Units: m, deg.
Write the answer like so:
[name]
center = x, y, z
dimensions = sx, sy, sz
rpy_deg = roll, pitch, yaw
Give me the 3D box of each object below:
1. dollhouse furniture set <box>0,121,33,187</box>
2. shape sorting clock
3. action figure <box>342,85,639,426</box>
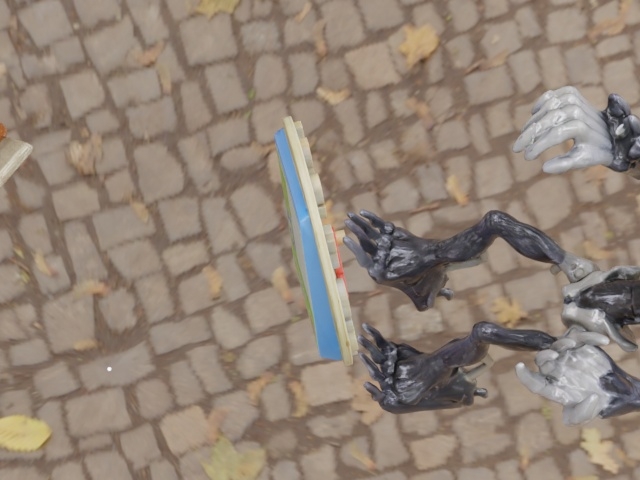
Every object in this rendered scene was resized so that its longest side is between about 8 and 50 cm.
[dollhouse furniture set]
center = -0.302, -0.141, 0.868
dimensions = 0.262, 0.135, 0.259
rpy_deg = 42, 77, -16
[shape sorting clock]
center = 0.000, 0.000, 1.057
dimensions = 0.040, 0.206, 0.206
rpy_deg = -11, 86, -4
[action figure]
center = 0.138, 0.021, 0.658
dimensions = 0.141, 0.276, 0.164
rpy_deg = 26, 59, -48
